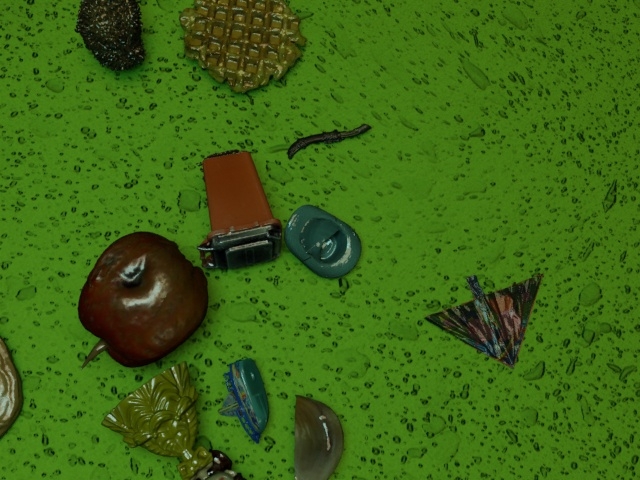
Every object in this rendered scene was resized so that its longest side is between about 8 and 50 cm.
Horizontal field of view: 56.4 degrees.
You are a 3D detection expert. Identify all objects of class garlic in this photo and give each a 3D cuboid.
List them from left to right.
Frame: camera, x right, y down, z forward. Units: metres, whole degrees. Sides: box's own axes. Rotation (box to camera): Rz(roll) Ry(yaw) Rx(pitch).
[{"bbox_3d":[-0.002,0.418,1.237,0.102,0.087,0.195,-4,76,7],"label":"garlic"}]

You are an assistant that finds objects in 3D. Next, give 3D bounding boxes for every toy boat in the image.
[{"bbox_3d":[-0.167,0.342,1.251,0.110,0.091,0.175,-25,78,21],"label":"toy boat"}]

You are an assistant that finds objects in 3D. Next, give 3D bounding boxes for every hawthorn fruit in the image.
[{"bbox_3d":[-0.357,0.118,1.210,0.258,0.258,0.262,44,101,8],"label":"hawthorn fruit"}]

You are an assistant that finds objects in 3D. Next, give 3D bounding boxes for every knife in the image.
[{"bbox_3d":[0.018,-0.254,1.475,0.222,0.021,0.045,-20,75,-8],"label":"knife"}]

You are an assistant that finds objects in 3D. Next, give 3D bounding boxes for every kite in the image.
[{"bbox_3d":[0.407,0.185,1.386,0.321,0.016,0.233,-18,75,-11],"label":"kite"}]

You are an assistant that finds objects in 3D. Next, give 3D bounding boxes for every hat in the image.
[{"bbox_3d":[0.000,0.000,1.371,0.191,0.078,0.138,39,80,-14],"label":"hat"}]

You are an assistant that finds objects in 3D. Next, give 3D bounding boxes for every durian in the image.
[{"bbox_3d":[-0.480,-0.493,1.403,0.167,0.196,0.196,-32,79,-7],"label":"durian"}]

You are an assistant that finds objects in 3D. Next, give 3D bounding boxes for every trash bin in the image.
[{"bbox_3d":[-0.198,-0.065,1.331,0.185,0.161,0.238,-14,67,-11],"label":"trash bin"}]

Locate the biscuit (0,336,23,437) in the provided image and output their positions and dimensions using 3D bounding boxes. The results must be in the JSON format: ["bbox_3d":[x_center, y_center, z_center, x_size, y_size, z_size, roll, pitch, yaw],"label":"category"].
[{"bbox_3d":[-0.809,0.296,1.192,0.385,0.062,0.365,38,73,6],"label":"biscuit"}]

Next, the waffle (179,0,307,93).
[{"bbox_3d":[-0.202,-0.525,1.512,0.302,0.068,0.325,-38,79,-16],"label":"waffle"}]

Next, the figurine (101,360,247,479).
[{"bbox_3d":[-0.251,0.419,1.159,0.187,0.168,0.315,-30,75,-42],"label":"figurine"}]
